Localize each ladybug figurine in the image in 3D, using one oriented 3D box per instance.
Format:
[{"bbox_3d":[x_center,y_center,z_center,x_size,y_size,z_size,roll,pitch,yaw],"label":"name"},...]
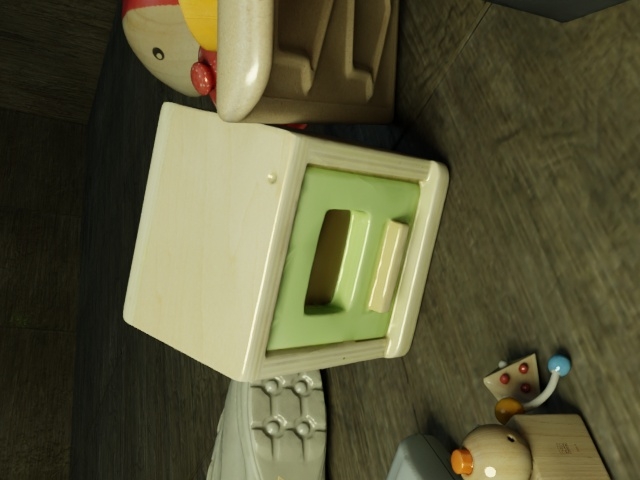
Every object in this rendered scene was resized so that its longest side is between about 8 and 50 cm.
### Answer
[{"bbox_3d":[-0.206,-0.454,1.182,0.305,0.162,0.449,174,104,-66],"label":"ladybug figurine"}]

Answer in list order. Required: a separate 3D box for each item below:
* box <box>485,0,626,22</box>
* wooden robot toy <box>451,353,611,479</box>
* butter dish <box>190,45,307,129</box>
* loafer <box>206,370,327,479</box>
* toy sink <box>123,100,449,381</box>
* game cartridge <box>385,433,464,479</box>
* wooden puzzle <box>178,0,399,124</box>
[{"bbox_3d":[0.133,-0.203,0.310,0.270,0.165,0.143,-177,94,-67],"label":"box"},{"bbox_3d":[0.099,0.124,0.382,0.173,0.079,0.076,-105,33,-44],"label":"wooden robot toy"},{"bbox_3d":[-0.083,-0.183,0.817,0.160,0.118,0.160,-39,73,58],"label":"butter dish"},{"bbox_3d":[-0.045,0.248,0.644,0.111,0.112,0.319,125,154,-54],"label":"loafer"},{"bbox_3d":[0.000,0.000,0.555,0.131,0.234,0.152,19,99,37],"label":"toy sink"},{"bbox_3d":[0.084,0.271,0.398,0.198,0.062,0.297,-69,26,16],"label":"game cartridge"},{"bbox_3d":[-0.009,-0.237,0.486,0.348,0.080,0.322,-28,-59,-72],"label":"wooden puzzle"}]
